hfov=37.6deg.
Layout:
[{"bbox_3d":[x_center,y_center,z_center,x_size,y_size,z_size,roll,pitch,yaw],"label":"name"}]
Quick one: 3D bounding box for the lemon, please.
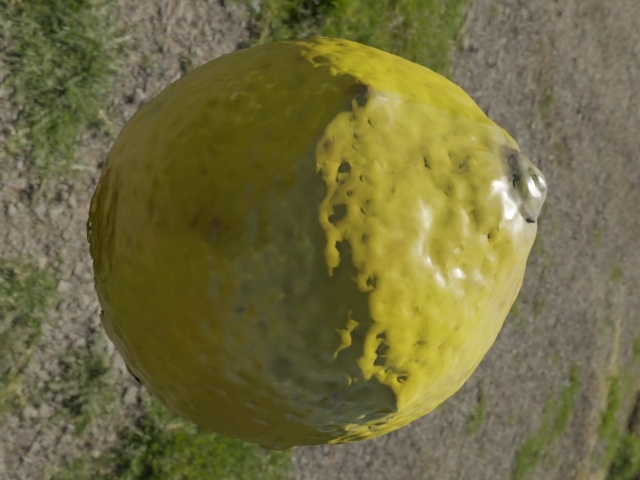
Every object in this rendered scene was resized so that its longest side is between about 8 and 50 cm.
[{"bbox_3d":[0.000,0.000,0.778,0.350,0.387,0.350,43,38,-48],"label":"lemon"}]
